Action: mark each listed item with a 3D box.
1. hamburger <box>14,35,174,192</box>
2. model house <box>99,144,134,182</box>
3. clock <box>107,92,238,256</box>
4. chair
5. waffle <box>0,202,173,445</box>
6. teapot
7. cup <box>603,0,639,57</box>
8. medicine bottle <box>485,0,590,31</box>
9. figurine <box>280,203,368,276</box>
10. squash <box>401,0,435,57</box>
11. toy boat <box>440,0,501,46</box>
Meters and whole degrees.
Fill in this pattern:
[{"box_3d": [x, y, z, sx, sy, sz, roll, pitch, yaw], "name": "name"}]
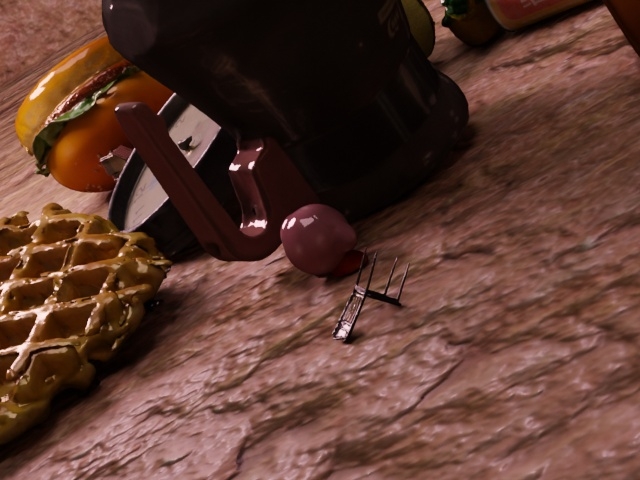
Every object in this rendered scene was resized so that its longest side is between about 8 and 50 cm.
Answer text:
[{"box_3d": [-0.292, -0.159, 2.236, 0.246, 0.170, 0.246, -41, -8, -7], "name": "hamburger"}, {"box_3d": [-0.239, -0.091, 2.130, 0.058, 0.083, 0.057, -19, 19, 30], "name": "model house"}, {"box_3d": [-0.152, -0.102, 1.901, 0.280, 0.055, 0.280, -43, 25, 26], "name": "clock"}, {"box_3d": [0.045, 0.052, 1.398, 0.086, 0.042, 0.037, -67, 21, 0], "name": "chair"}, {"box_3d": [-0.345, 0.094, 1.709, 0.380, 0.095, 0.382, -40, 32, -23], "name": "waffle"}, {"box_3d": [-0.044, -0.180, 1.638, 0.305, 0.361, 0.376, -2, 43, 48], "name": "teapot"}, {"box_3d": [0.403, -0.273, 1.551, 0.264, 0.182, 0.226, -32, 48, 16], "name": "cup"}, {"box_3d": [0.385, -0.348, 1.849, 0.426, 0.108, 0.108, -19, 20, 35], "name": "medicine bottle"}, {"box_3d": [0.000, 0.000, 1.538, 0.083, 0.071, 0.067, -8, 29, 46], "name": "figurine"}, {"box_3d": [0.025, -0.204, 1.968, 0.132, 0.132, 0.247, -9, 31, 48], "name": "squash"}, {"box_3d": [0.186, -0.299, 2.019, 0.089, 0.088, 0.229, -33, 14, 17], "name": "toy boat"}]
